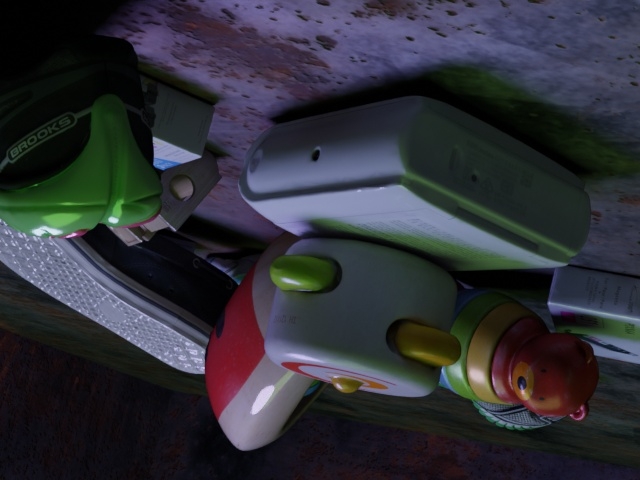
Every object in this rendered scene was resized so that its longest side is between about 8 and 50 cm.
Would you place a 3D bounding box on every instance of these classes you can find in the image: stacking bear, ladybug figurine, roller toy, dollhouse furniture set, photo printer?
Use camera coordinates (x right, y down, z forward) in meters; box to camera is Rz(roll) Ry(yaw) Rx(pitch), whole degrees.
[{"bbox_3d":[0.244,0.153,1.607,0.164,0.175,0.289,-2,-166,-40],"label":"stacking bear"},{"bbox_3d":[-0.042,0.124,1.627,0.162,0.305,0.449,40,139,8],"label":"ladybug figurine"},{"bbox_3d":[0.044,0.091,1.265,0.209,0.146,0.191,12,168,3],"label":"roller toy"},{"bbox_3d":[-0.234,-0.092,1.464,0.161,0.101,0.182,45,157,-16],"label":"dollhouse furniture set"},{"bbox_3d":[0.081,-0.046,1.220,0.256,0.107,0.307,23,164,-32],"label":"photo printer"}]

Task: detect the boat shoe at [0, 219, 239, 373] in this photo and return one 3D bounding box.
[{"bbox_3d":[-0.326,0.009,1.751,0.500,0.156,0.187,35,148,-18],"label":"boat shoe"}]

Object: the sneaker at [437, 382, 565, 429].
[{"bbox_3d":[0.314,0.244,2.069,0.343,0.134,0.146,22,164,-25],"label":"sneaker"}]

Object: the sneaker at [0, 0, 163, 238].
[{"bbox_3d":[-0.288,-0.149,1.104,0.185,0.202,0.482,-8,-159,-41],"label":"sneaker"}]

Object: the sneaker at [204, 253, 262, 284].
[{"bbox_3d":[-0.139,0.070,1.945,0.085,0.086,0.237,19,167,-26],"label":"sneaker"}]

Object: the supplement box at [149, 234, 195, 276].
[{"bbox_3d":[-0.308,0.063,1.976,0.073,0.130,0.239,13,169,-37],"label":"supplement box"}]

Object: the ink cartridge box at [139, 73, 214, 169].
[{"bbox_3d":[-0.217,-0.139,1.248,0.181,0.062,0.104,22,164,-27],"label":"ink cartridge box"}]

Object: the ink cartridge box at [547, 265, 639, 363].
[{"bbox_3d":[0.438,0.114,1.597,0.238,0.060,0.275,11,166,18],"label":"ink cartridge box"}]
